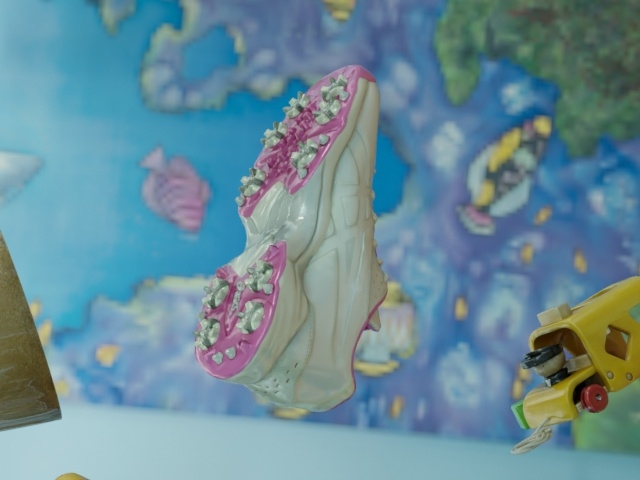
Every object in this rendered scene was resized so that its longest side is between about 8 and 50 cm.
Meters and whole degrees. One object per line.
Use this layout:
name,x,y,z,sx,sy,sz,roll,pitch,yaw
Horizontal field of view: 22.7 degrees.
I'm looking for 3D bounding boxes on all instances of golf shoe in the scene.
golf shoe,0.000,0.000,1.311,0.115,0.140,0.306,-14,49,50

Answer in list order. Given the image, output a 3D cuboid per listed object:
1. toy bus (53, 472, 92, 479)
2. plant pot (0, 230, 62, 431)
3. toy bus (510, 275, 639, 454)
toy bus,-0.140,0.346,1.451,0.332,0.130,0.108,33,85,44
plant pot,-0.439,0.128,1.735,0.237,0.254,0.237,160,90,-76
toy bus,0.257,0.111,1.577,0.104,0.191,0.202,63,-168,2
